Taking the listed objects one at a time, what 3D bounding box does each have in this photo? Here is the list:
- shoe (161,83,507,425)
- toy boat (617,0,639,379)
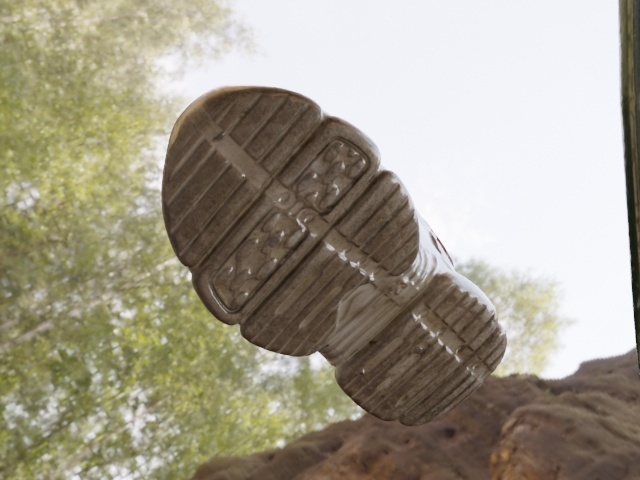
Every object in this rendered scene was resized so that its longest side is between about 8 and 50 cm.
[{"bbox_3d":[-0.003,0.001,0.722,0.351,0.171,0.198,49,6,-31],"label":"shoe"},{"bbox_3d":[0.143,-0.060,0.291,0.078,0.085,0.261,1,-95,12],"label":"toy boat"}]
